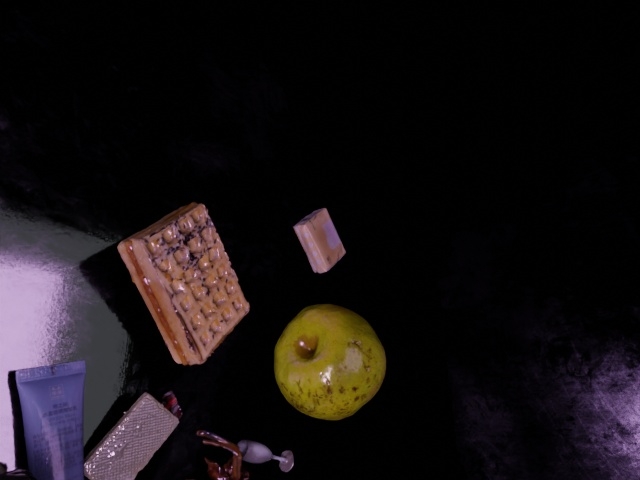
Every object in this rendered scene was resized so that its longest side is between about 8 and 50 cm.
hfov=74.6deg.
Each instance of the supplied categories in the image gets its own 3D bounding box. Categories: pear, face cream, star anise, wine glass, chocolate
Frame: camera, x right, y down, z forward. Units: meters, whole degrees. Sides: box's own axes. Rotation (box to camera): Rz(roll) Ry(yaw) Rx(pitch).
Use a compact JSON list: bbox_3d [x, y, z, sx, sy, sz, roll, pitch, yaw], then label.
[{"bbox_3d":[0.042,0.403,1.392,0.391,0.390,0.392,23,59,-46],"label":"pear"},{"bbox_3d":[-0.535,0.448,0.853,0.135,0.086,0.386,8,66,-54],"label":"face cream"},{"bbox_3d":[-0.260,0.639,1.080,0.237,0.148,0.347,-21,103,-55],"label":"star anise"},{"bbox_3d":[-0.167,0.648,1.265,0.198,0.066,0.066,38,49,-38],"label":"wine glass"},{"bbox_3d":[-0.424,0.453,1.035,0.182,0.028,0.086,-27,100,-53],"label":"chocolate"}]

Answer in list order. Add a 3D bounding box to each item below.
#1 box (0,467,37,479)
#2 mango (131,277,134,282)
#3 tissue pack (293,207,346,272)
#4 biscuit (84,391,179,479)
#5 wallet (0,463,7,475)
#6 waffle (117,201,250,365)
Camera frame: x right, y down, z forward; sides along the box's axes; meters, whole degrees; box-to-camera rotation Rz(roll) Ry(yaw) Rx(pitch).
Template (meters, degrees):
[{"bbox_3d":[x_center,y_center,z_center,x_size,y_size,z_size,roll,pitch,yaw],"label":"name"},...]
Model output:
[{"bbox_3d":[-0.562,0.543,0.596,0.204,0.251,0.346,31,63,-41],"label":"box"},{"bbox_3d":[-0.463,0.080,1.114,0.089,0.046,0.060,-49,122,-38],"label":"mango"},{"bbox_3d":[0.000,0.000,1.700,0.186,0.090,0.222,-38,107,-49],"label":"tissue pack"},{"bbox_3d":[-0.435,0.468,0.972,0.121,0.040,0.199,53,54,-20],"label":"biscuit"},{"bbox_3d":[-0.621,0.472,0.763,0.110,0.039,0.155,-41,108,-52],"label":"wallet"},{"bbox_3d":[-0.348,0.109,1.138,0.261,0.113,0.377,-45,123,-51],"label":"waffle"}]
